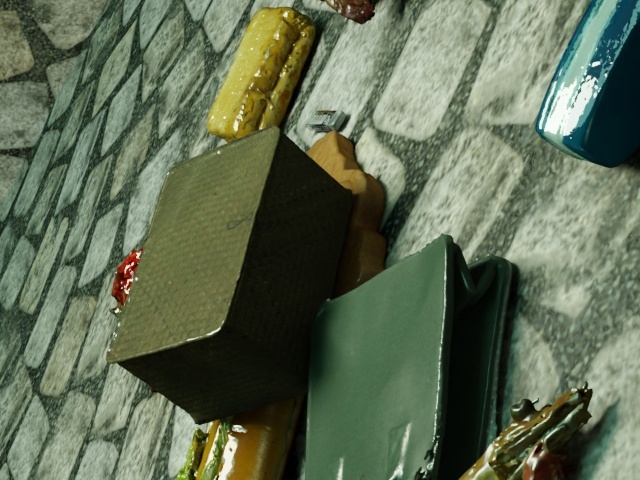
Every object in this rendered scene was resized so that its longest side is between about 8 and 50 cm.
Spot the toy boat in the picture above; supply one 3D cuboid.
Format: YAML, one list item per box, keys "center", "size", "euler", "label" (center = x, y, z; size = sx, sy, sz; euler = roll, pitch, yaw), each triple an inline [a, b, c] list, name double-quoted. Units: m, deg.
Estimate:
- center: [0.285, -0.198, 1.204]
  size: [0.299, 0.096, 0.062]
  euler: [-61, 34, 7]
  label: "toy boat"

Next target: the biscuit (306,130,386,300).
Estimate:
- center: [0.000, 0.000, 1.695]
  size: [0.202, 0.047, 0.334]
  euler: [-59, 24, 17]
  label: "biscuit"

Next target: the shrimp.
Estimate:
- center: [0.138, 0.237, 1.155]
  size: [0.294, 0.062, 0.154]
  euler: [-64, 35, 13]
  label: "shrimp"

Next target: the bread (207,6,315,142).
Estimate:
- center: [-0.078, -0.225, 2.036]
  size: [0.114, 0.083, 0.211]
  euler: [17, 84, 62]
  label: "bread"

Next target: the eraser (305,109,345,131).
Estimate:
- center: [0.007, -0.151, 1.859]
  size: [0.027, 0.019, 0.099]
  euler: [-55, 22, -11]
  label: "eraser"

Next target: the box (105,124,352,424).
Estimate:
- center: [-0.089, 0.037, 1.561]
  size: [0.184, 0.143, 0.273]
  euler: [-20, 44, 37]
  label: "box"

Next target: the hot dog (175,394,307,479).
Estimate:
- center: [-0.097, 0.252, 1.593]
  size: [0.135, 0.100, 0.337]
  euler: [-21, 49, 59]
  label: "hot dog"

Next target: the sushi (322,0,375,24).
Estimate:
- center: [0.031, -0.387, 1.885]
  size: [0.296, 0.179, 0.167]
  euler: [-87, 3, -72]
  label: "sushi"

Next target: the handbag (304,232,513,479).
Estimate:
- center: [0.069, 0.145, 1.361]
  size: [0.247, 0.079, 0.260]
  euler: [-34, 40, 52]
  label: "handbag"

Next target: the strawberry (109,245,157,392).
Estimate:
- center: [-0.163, 0.079, 1.829]
  size: [0.201, 0.184, 0.187]
  euler: [-27, 2, 0]
  label: "strawberry"
